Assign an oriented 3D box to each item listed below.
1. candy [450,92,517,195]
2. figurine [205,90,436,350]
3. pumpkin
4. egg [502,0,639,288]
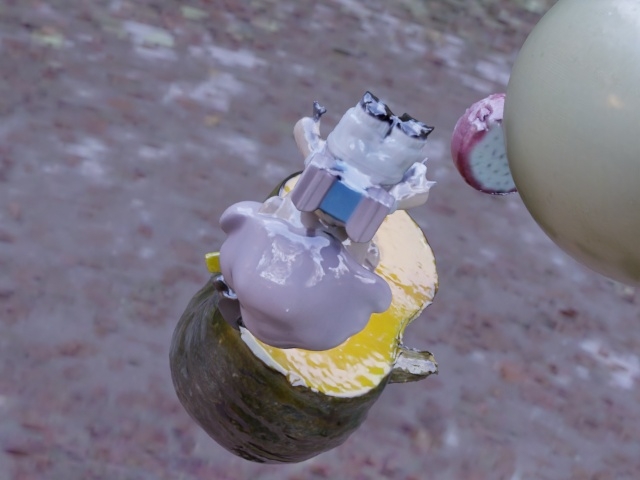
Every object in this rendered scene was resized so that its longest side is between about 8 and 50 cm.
[{"bbox_3d":[0.175,-0.091,1.383,0.103,0.103,0.043,5,36,-21],"label":"candy"},{"bbox_3d":[0.000,0.000,1.043,0.137,0.229,0.112,27,26,-12],"label":"figurine"},{"bbox_3d":[-0.014,0.104,1.425,0.242,0.232,0.325,33,39,1],"label":"pumpkin"},{"bbox_3d":[0.203,-0.062,0.808,0.188,0.188,0.254,8,11,-15],"label":"egg"}]
